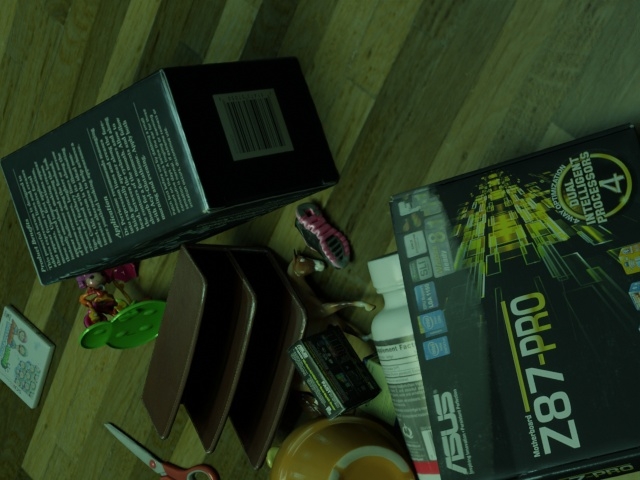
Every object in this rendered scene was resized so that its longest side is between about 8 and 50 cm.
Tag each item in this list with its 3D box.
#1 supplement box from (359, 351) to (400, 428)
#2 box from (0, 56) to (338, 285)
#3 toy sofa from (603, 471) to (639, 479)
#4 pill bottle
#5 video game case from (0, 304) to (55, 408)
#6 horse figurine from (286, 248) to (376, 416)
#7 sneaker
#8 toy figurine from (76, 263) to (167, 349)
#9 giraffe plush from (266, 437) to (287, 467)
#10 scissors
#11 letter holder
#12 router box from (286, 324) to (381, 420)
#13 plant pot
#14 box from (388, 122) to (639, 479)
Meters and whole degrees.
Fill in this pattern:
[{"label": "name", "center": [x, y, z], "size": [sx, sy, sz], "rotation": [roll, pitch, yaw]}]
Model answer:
[{"label": "supplement box", "center": [0.104, 0.218, 1.735], "size": [0.083, 0.056, 0.083], "rotation": [23, 114, 32]}, {"label": "box", "center": [-0.232, -0.104, 1.769], "size": [0.395, 0.293, 0.212], "rotation": [-20, 88, 40]}, {"label": "toy sofa", "center": [0.403, 0.306, 1.484], "size": [0.150, 0.177, 0.363], "rotation": [-7, 96, 16]}, {"label": "pill bottle", "center": [0.171, 0.161, 1.591], "size": [0.176, 0.176, 0.319], "rotation": [-17, 90, 39]}, {"label": "video game case", "center": [-0.588, 0.228, 2.305], "size": [0.143, 0.019, 0.157], "rotation": [37, 120, 26]}, {"label": "horse figurine", "center": [0.000, 0.163, 1.800], "size": [0.174, 0.066, 0.263], "rotation": [18, 109, 28]}, {"label": "sneaker", "center": [0.000, 0.000, 1.780], "size": [0.119, 0.047, 0.057], "rotation": [54, 146, 17]}, {"label": "toy figurine", "center": [-0.363, 0.093, 2.022], "size": [0.159, 0.173, 0.130], "rotation": [57, 146, 29]}, {"label": "giraffe plush", "center": [-0.021, 0.369, 1.785], "size": [0.210, 0.181, 0.170], "rotation": [-10, 103, 31]}, {"label": "scissors", "center": [-0.289, 0.420, 2.115], "size": [0.297, 0.021, 0.109], "rotation": [15, 112, 33]}, {"label": "letter holder", "center": [-0.149, 0.188, 1.815], "size": [0.214, 0.152, 0.302], "rotation": [53, 133, 51]}, {"label": "router box", "center": [0.019, 0.190, 1.698], "size": [0.038, 0.092, 0.122], "rotation": [-44, 72, 36]}, {"label": "plant pot", "center": [0.047, 0.345, 1.635], "size": [0.188, 0.205, 0.205], "rotation": [150, 100, -74]}, {"label": "box", "center": [0.270, 0.088, 1.386], "size": [0.318, 0.097, 0.395], "rotation": [-17, 63, 18]}]
